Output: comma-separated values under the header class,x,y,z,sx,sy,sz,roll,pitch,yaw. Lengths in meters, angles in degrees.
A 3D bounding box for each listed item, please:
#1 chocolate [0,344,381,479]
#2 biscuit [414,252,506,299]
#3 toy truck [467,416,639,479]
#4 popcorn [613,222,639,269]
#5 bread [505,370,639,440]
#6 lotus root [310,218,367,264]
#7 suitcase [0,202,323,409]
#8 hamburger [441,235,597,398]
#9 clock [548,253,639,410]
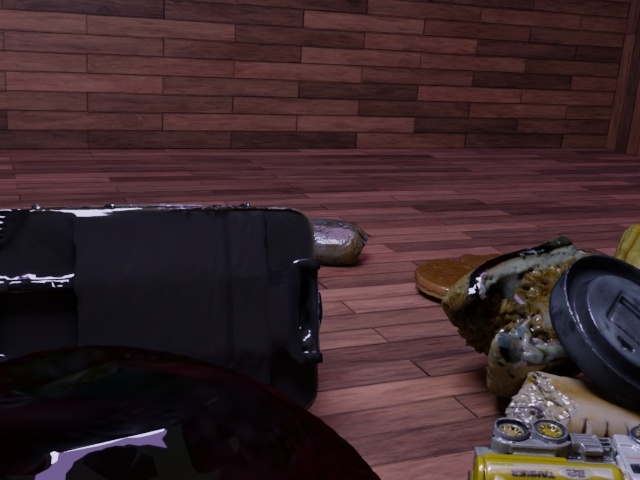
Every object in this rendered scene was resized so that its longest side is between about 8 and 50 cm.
class,x,y,z,sx,sy,sz,roll,pitch,yaw
chocolate,-0.116,0.221,0.417,0.384,0.331,0.383,2,16,0
biscuit,0.309,0.074,1.519,0.202,0.044,0.289,19,20,39
toy truck,0.260,0.256,0.797,0.227,0.098,0.114,2,20,2
popcorn,0.643,0.050,1.239,0.334,0.293,0.292,12,17,22
bread,0.315,0.220,0.936,0.177,0.084,0.119,10,18,-13
lotus root,0.000,0.000,1.620,0.192,0.088,0.113,6,23,9
suitcase,-0.208,0.092,0.927,0.434,0.283,0.194,-2,-1,-17
hamburger,0.294,0.119,1.086,0.288,0.192,0.167,-14,59,-31
clock,0.385,0.114,0.979,0.215,0.042,0.215,17,45,-18
